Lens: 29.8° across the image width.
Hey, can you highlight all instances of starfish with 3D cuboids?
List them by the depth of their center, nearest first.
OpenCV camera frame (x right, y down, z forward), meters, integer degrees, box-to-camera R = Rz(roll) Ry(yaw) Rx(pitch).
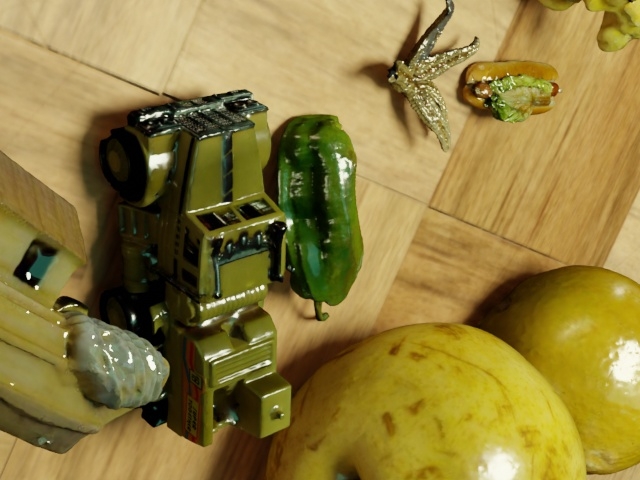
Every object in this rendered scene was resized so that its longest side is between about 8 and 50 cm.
[{"bbox_3d":[0.082,-0.142,1.018,0.130,0.041,0.133,-5,108,-51],"label":"starfish"}]

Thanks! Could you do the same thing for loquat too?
[{"bbox_3d":[0.276,0.137,1.200,0.213,0.246,0.214,-24,126,-38],"label":"loquat"}]

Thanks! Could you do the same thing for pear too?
[{"bbox_3d":[0.095,0.205,1.053,0.280,0.280,0.281,-21,124,-35],"label":"pear"}]

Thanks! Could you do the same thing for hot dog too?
[{"bbox_3d":[0.181,-0.138,1.115,0.133,0.041,0.056,-6,114,-42],"label":"hot dog"}]

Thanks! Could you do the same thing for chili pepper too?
[{"bbox_3d":[0.003,0.000,0.992,0.073,0.072,0.204,-33,128,-43],"label":"chili pepper"}]

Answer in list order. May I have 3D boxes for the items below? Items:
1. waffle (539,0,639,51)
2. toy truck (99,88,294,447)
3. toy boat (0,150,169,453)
[{"bbox_3d":[0.307,-0.343,1.056,0.324,0.151,0.261,-38,136,-25],"label":"waffle"},{"bbox_3d":[-0.083,0.023,0.891,0.127,0.127,0.257,-17,118,-35],"label":"toy truck"},{"bbox_3d":[-0.254,-0.007,0.709,0.445,0.136,0.162,39,73,-46],"label":"toy boat"}]
